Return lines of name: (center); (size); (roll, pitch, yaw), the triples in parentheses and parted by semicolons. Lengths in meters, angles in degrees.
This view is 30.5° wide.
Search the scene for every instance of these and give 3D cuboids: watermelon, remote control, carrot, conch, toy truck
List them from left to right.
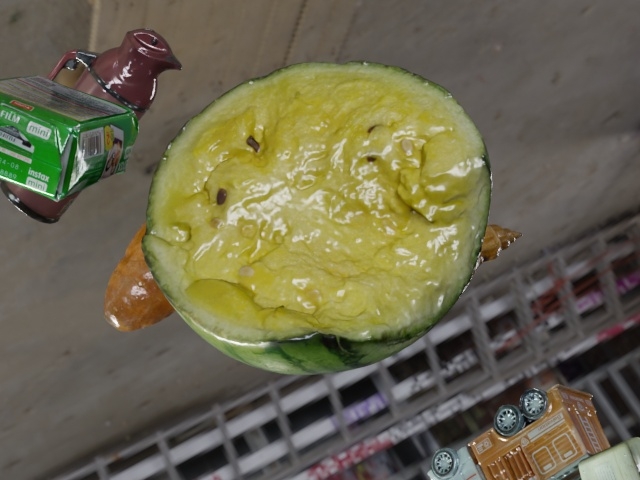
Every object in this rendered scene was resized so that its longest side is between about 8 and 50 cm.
carrot: (-0.236, 0.038, 1.739); (0.225, 0.159, 0.159); (-44, 164, -14)
watermelon: (0.000, 0.000, 1.125); (0.330, 0.331, 0.189); (-28, 136, -10)
conch: (0.179, 0.029, 1.898); (0.330, 0.093, 0.109); (-18, 166, -17)
toy truck: (0.344, 0.386, 2.020); (0.305, 0.162, 0.136); (-40, 143, 25)
remote control: (0.453, 0.361, 1.777); (0.038, 0.098, 0.233); (-15, 164, -12)

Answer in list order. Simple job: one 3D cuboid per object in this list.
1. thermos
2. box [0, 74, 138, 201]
thermos: (-0.348, -0.190, 1.760); (0.330, 0.136, 0.109); (-48, 158, 16)
box: (-0.360, -0.141, 1.553); (0.250, 0.180, 0.103); (-44, 155, -75)
